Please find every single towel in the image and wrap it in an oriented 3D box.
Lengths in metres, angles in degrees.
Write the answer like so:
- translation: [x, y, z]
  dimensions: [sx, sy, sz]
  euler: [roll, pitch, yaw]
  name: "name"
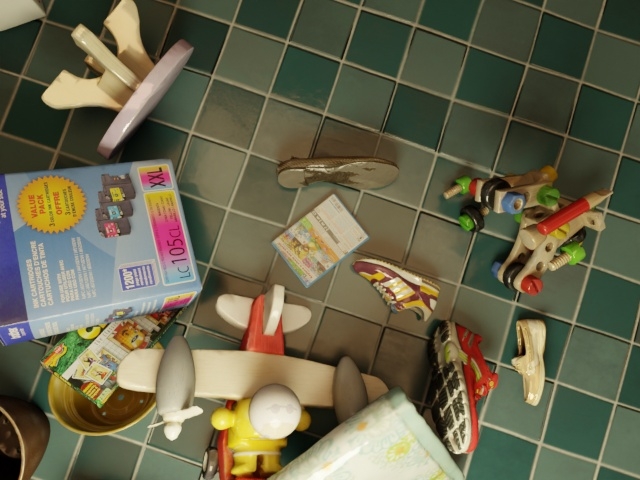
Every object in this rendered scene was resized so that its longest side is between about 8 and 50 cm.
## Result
- translation: [0.078, 0.439, 1.020]
  dimensions: [0.320, 0.374, 0.090]
  euler: [-37, 42, -5]
  name: "towel"

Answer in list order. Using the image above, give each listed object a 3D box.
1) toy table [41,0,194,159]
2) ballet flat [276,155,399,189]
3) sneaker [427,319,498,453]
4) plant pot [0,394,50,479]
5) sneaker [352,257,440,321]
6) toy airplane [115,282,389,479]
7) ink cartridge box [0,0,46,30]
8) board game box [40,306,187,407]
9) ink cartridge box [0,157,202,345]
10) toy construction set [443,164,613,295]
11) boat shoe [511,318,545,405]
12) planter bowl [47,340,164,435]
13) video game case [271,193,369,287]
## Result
- translation: [-0.387, -0.312, 1.124]
  dimensions: [0.161, 0.252, 0.274]
  euler: [38, 72, -14]
  name: "toy table"
- translation: [0.035, -0.146, 1.198]
  dimensions: [0.249, 0.084, 0.058]
  euler: [-2, 49, 1]
  name: "ballet flat"
- translation: [0.275, 0.262, 1.085]
  dimensions: [0.118, 0.107, 0.279]
  euler: [19, 41, -9]
  name: "sneaker"
- translation: [-0.581, 0.364, 1.042]
  dimensions: [0.215, 0.230, 0.216]
  euler: [0, 84, -2]
  name: "plant pot"
- translation: [0.143, 0.098, 1.172]
  dimensions: [0.185, 0.069, 0.084]
  euler: [21, 79, 1]
  name: "sneaker"
- translation: [-0.097, 0.263, 1.044]
  dimensions: [0.386, 0.272, 0.384]
  euler: [-36, 96, -20]
  name: "toy airplane"
- translation: [-0.666, -0.586, 1.151]
  dimensions: [0.114, 0.197, 0.273]
  euler: [-18, 85, -3]
  name: "ink cartridge box"
- translation: [-0.375, 0.168, 1.105]
  dimensions: [0.136, 0.030, 0.260]
  euler: [31, 55, 8]
  name: "board game box"
- translation: [-0.439, 0.018, 1.038]
  dimensions: [0.395, 0.151, 0.270]
  euler: [-11, 73, -23]
  name: "ink cartridge box"
- translation: [0.433, -0.054, 1.095]
  dimensions: [0.237, 0.309, 0.258]
  euler: [-29, 94, -9]
  name: "toy construction set"
- translation: [0.410, 0.240, 1.174]
  dimensions: [0.059, 0.063, 0.170]
  euler: [7, 75, 1]
  name: "boat shoe"
- translation: [-0.386, 0.278, 1.109]
  dimensions: [0.217, 0.090, 0.217]
  euler: [-1, 50, 1]
  name: "planter bowl"
- translation: [0.000, 0.000, 1.205]
  dimensions: [0.166, 0.015, 0.119]
  euler: [-38, 87, -5]
  name: "video game case"
